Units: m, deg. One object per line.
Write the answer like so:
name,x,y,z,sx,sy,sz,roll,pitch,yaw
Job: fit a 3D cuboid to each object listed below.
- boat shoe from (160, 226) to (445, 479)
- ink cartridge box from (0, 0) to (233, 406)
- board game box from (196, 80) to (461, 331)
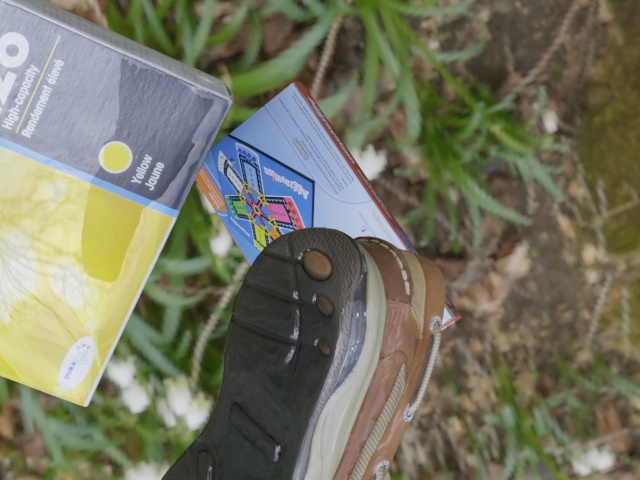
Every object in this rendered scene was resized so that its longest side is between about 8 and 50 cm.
boat shoe,-0.010,0.142,0.886,0.120,0.122,0.324,0,123,-42
ink cartridge box,-0.273,-0.050,1.207,0.307,0.072,0.303,22,104,-20
board game box,0.000,0.000,1.421,0.145,0.281,0.027,-37,167,16
